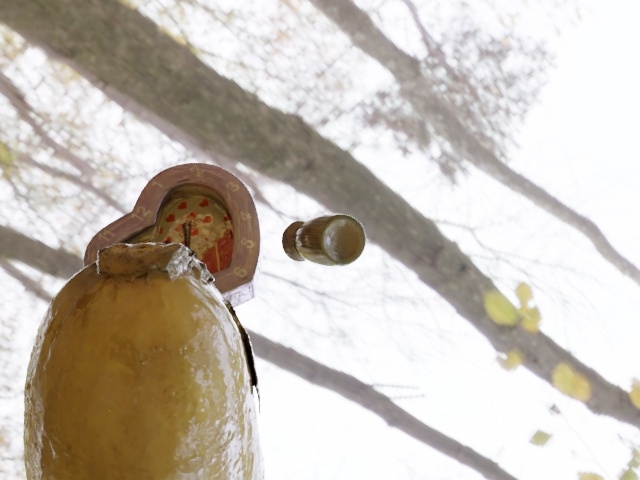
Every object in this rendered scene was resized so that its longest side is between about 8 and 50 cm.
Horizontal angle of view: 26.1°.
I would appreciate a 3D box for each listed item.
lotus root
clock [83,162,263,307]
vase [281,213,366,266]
[{"bbox_3d":[-0.105,0.130,0.823,0.131,0.303,0.146,-28,-134,-33],"label":"lotus root"},{"bbox_3d":[-0.135,0.018,1.422,0.172,0.064,0.198,29,-119,21],"label":"clock"},{"bbox_3d":[0.000,0.000,1.390,0.101,0.053,0.053,-1,-115,62],"label":"vase"}]
